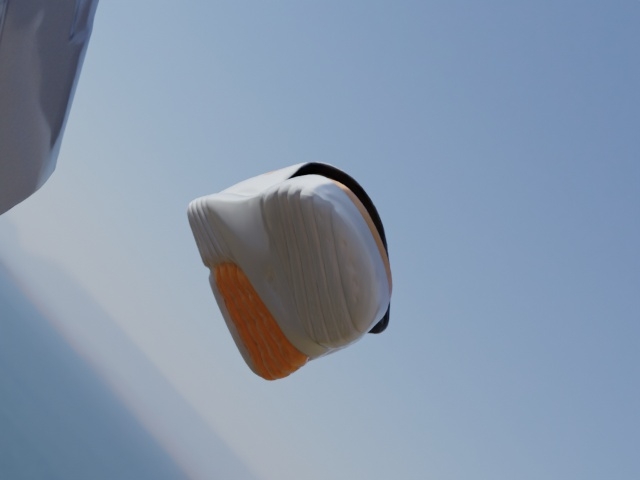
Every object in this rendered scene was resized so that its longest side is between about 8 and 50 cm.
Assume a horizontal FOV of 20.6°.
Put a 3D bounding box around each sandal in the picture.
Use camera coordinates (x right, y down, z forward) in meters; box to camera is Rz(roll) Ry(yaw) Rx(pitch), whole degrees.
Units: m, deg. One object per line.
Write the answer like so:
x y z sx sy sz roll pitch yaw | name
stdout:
0.004 0.010 0.860 0.102 0.076 0.265 69 -18 -3 | sandal

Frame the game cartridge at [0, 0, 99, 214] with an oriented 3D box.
-0.217 -0.024 0.678 0.060 0.294 0.196 54 -30 12 | game cartridge
